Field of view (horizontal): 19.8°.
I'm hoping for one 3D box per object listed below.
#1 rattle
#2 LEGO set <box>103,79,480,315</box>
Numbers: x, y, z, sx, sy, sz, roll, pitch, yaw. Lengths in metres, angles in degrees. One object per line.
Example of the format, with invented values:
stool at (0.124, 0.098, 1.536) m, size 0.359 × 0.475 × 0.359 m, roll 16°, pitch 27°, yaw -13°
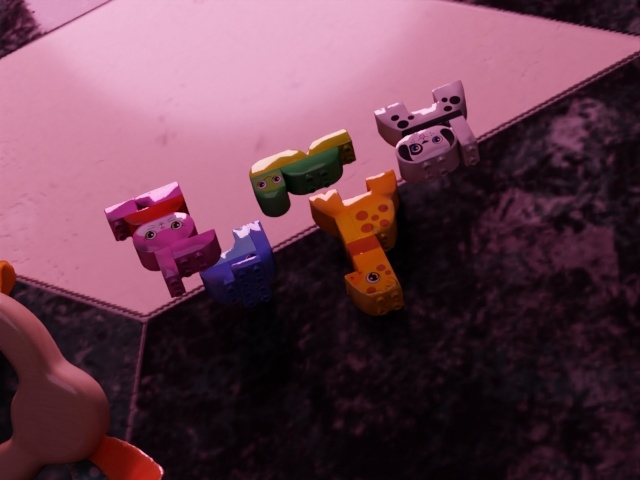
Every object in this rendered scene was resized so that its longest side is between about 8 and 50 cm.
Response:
rattle at (-0.160, 0.097, 1.110) m, size 0.199 × 0.143 × 0.130 m, roll 18°, pitch 92°, yaw 15°
LEGO set at (0.000, 0.000, 1.094) m, size 0.227 × 0.087 × 0.093 m, roll -21°, pitch 50°, yaw -5°
